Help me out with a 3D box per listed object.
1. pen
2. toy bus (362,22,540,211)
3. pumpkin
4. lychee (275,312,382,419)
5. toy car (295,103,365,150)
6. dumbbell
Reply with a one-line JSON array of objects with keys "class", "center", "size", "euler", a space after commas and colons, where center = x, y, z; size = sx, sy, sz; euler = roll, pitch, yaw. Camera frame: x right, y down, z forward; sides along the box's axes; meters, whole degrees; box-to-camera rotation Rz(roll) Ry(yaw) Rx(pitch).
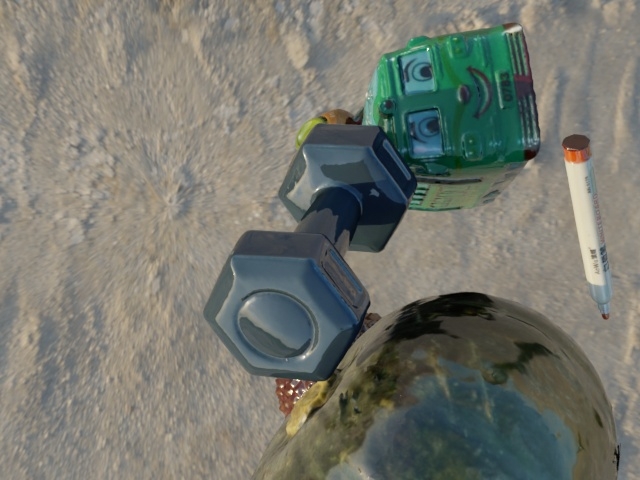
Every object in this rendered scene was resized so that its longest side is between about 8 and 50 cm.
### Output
[{"class": "pen", "center": [0.255, -0.004, 0.963], "size": [0.026, 0.026, 0.218], "euler": [-25, 126, -7]}, {"class": "toy bus", "center": [0.155, -0.147, 1.340], "size": [0.199, 0.343, 0.184], "euler": [-6, 81, -1]}, {"class": "pumpkin", "center": [0.118, 0.267, 1.080], "size": [0.344, 0.454, 0.454], "euler": [39, 86, 3]}, {"class": "lychee", "center": [0.067, 0.242, 1.653], "size": [0.300, 0.264, 0.264], "euler": [24, 88, -36]}, {"class": "toy car", "center": [0.090, -0.158, 1.764], "size": [0.145, 0.235, 0.235], "euler": [33, 87, -41]}, {"class": "dumbbell", "center": [0.000, 0.000, 1.070], "size": [0.143, 0.316, 0.156], "euler": [28, 126, 0]}]
